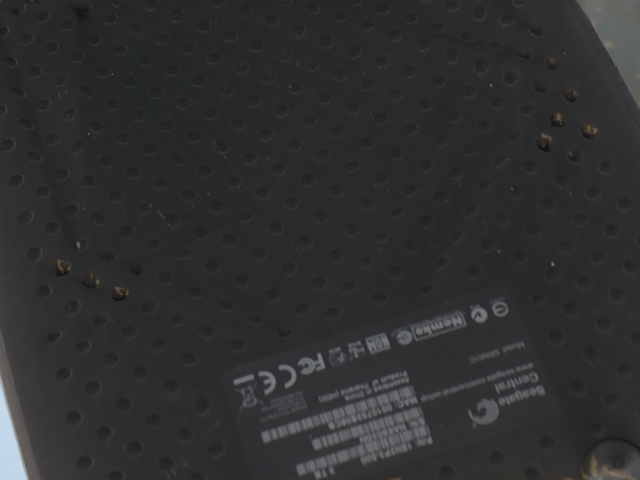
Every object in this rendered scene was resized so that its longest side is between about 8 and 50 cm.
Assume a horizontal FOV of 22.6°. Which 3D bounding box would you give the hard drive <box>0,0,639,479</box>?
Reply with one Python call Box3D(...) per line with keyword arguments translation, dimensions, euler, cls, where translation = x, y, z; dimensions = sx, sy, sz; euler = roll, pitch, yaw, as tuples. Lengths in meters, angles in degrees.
Box3D(translation=(0.000, 0.000, 0.415), dimensions=(0.172, 0.054, 0.255), euler=(-17, -123, -6), cls="hard drive")
